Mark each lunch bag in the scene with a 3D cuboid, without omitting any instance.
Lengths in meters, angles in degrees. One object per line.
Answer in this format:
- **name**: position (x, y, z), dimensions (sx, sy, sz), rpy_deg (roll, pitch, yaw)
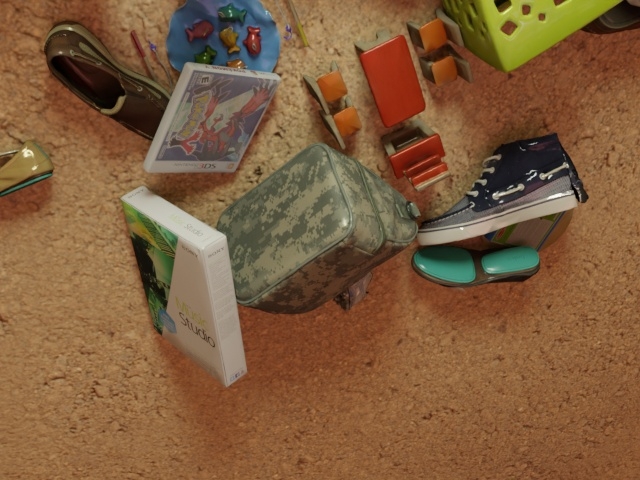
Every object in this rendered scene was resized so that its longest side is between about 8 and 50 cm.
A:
- **lunch bag**: position (0.000, 0.000, 1.299), dimensions (0.305, 0.213, 0.256), rpy_deg (-35, 146, 28)

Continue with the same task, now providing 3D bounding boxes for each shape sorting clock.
- **shape sorting clock**: position (0.439, -0.051, 1.546), dimensions (0.206, 0.040, 0.206), rpy_deg (-7, 127, -9)

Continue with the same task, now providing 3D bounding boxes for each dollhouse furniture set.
- **dollhouse furniture set**: position (0.142, -0.228, 1.250), dimensions (0.262, 0.135, 0.259), rpy_deg (-27, 129, 1)

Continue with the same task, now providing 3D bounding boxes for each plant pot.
- **plant pot**: position (0.299, -0.427, 1.110), dimensions (0.227, 0.228, 0.207), rpy_deg (-32, 123, 5)

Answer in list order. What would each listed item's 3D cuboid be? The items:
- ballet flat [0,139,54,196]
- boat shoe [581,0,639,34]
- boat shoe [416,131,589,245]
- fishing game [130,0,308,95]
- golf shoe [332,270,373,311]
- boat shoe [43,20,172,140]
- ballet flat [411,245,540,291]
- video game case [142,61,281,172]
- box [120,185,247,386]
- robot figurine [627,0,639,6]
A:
- **ballet flat**: position (-0.544, -0.089, 1.165), dimensions (0.232, 0.080, 0.073), rpy_deg (-28, 101, -2)
- **boat shoe**: position (0.604, -0.442, 1.282), dimensions (0.307, 0.104, 0.111), rpy_deg (-13, 95, -5)
- **boat shoe**: position (0.340, -0.104, 1.442), dimensions (0.340, 0.127, 0.158), rpy_deg (-17, 94, 12)
- **fishing game**: position (-0.153, -0.306, 1.151), dimensions (0.264, 0.041, 0.189), rpy_deg (-20, 130, -2)
- **golf shoe**: position (0.070, 0.059, 1.495), dimensions (0.086, 0.069, 0.176), rpy_deg (-21, 135, -30)
- **boat shoe**: position (-0.315, -0.218, 1.115), dimensions (0.095, 0.095, 0.257), rpy_deg (-37, 127, 24)
- **ballet flat**: position (0.329, 0.066, 1.551), dimensions (0.280, 0.095, 0.096), rpy_deg (0, 151, -2)
- **video game case**: position (-0.176, -0.192, 1.179), dimensions (0.183, 0.023, 0.201), rpy_deg (-6, 137, -45)
- **box**: position (-0.240, 0.085, 1.289), dimensions (0.058, 0.232, 0.322), rpy_deg (-32, 135, -34)
- **robot figurine**: position (0.589, -0.494, 1.120), dimensions (0.353, 0.200, 0.300), rpy_deg (5, 135, -8)
